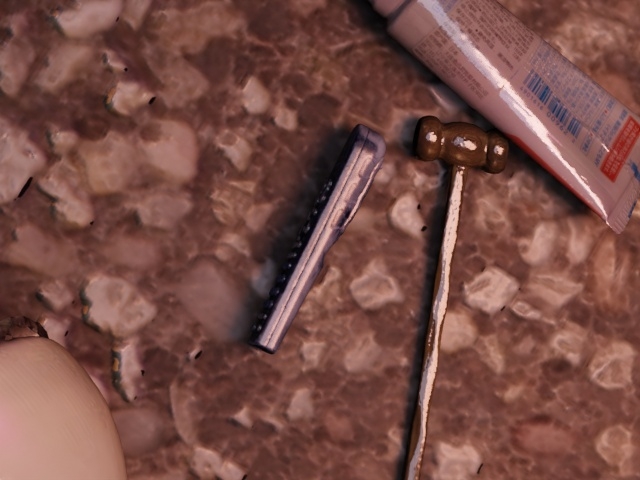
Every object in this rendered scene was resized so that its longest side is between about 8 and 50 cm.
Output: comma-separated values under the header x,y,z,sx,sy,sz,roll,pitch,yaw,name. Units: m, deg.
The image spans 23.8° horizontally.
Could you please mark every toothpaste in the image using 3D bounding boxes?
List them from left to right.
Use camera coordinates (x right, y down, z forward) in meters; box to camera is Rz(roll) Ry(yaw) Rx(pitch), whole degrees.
x,y,z,sx,sy,sz,roll,pitch,yaw,name
0.115,-0.106,0.944,0.234,0.057,0.089,38,56,-6,toothpaste

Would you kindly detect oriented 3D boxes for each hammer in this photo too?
x,y,z,sx,sy,sz,roll,pitch,yaw,name
0.067,0.069,0.950,0.058,0.029,0.292,9,89,-5,hammer

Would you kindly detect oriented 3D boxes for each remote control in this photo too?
x,y,z,sx,sy,sz,roll,pitch,yaw,name
-0.002,-0.001,0.932,0.027,0.043,0.152,30,84,-13,remote control

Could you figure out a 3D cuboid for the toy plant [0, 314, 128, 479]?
x,y,z,sx,sy,sz,roll,pitch,yaw,name
-0.113,0.228,0.786,0.332,0.247,0.247,40,84,10,toy plant
